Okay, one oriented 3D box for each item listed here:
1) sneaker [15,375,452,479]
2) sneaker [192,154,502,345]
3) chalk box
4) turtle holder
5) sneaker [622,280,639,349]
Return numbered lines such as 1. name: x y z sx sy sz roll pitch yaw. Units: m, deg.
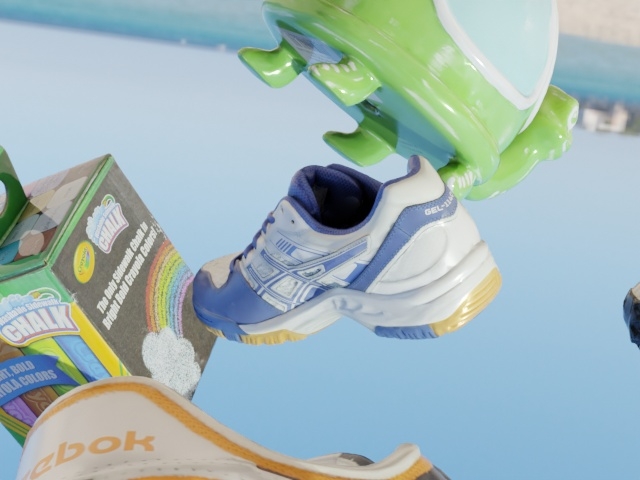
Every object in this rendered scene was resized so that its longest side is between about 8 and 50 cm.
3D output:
1. sneaker: 0.029 0.145 0.394 0.321 0.126 0.127 46 -160 -42
2. sneaker: 0.000 0.000 0.971 0.296 0.131 0.112 -8 -155 43
3. chalk box: -0.256 0.048 1.227 0.179 0.289 0.180 -18 -150 26
4. turtle holder: 0.113 -0.164 1.127 0.320 0.227 0.243 37 174 -8
5. sneaker: 0.194 0.028 0.460 0.161 0.057 0.075 11 -127 19
